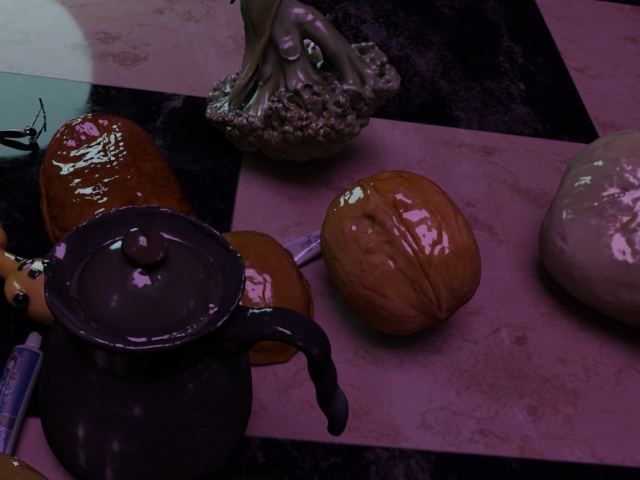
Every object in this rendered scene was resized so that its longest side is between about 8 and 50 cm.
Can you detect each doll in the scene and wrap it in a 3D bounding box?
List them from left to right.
[{"bbox_3d":[-0.392,0.025,0.873,0.291,0.086,0.117,27,15,17],"label":"doll"}]

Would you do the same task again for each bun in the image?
[{"bbox_3d":[0.492,-0.017,1.000,0.361,0.213,0.361,7,42,-7],"label":"bun"}]

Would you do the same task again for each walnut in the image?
[{"bbox_3d":[-0.091,0.051,0.898,0.167,0.087,0.211,-22,53,-26],"label":"walnut"},{"bbox_3d":[0.100,0.014,0.915,0.193,0.193,0.225,-6,49,-17],"label":"walnut"}]

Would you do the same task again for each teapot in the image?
[{"bbox_3d":[-0.144,0.115,0.681,0.305,0.285,0.223,37,49,26],"label":"teapot"}]

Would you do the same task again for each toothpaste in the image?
[{"bbox_3d":[-0.336,0.180,0.758,0.057,0.034,0.197,0,46,3],"label":"toothpaste"},{"bbox_3d":[0.000,0.000,1.016,0.190,0.031,0.048,-27,58,-28],"label":"toothpaste"}]

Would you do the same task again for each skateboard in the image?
[{"bbox_3d":[-0.471,-0.191,1.122,0.064,0.032,0.083,2,46,5],"label":"skateboard"}]

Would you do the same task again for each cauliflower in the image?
[{"bbox_3d":[-0.036,-0.267,1.121,0.327,0.280,0.260,-2,10,9],"label":"cauliflower"}]

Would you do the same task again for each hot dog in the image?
[{"bbox_3d":[-0.279,-0.064,0.962,0.196,0.122,0.272,-13,44,-26],"label":"hot dog"}]

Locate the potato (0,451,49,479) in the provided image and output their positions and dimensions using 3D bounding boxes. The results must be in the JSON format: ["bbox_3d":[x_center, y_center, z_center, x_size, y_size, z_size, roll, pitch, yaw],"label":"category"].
[{"bbox_3d":[-0.317,0.239,0.621,0.243,0.098,0.138,-8,42,-2],"label":"potato"}]
